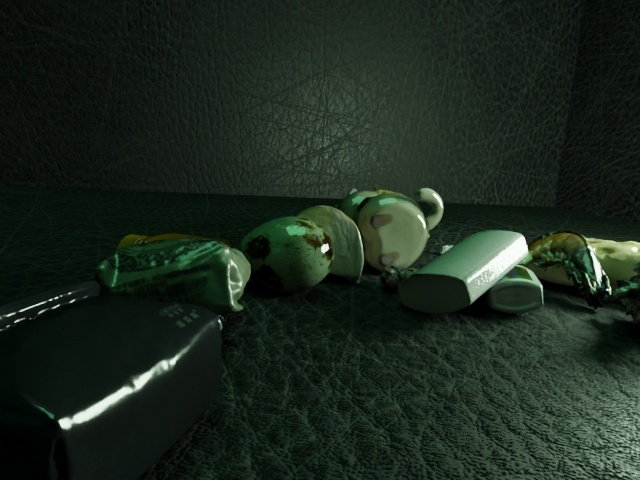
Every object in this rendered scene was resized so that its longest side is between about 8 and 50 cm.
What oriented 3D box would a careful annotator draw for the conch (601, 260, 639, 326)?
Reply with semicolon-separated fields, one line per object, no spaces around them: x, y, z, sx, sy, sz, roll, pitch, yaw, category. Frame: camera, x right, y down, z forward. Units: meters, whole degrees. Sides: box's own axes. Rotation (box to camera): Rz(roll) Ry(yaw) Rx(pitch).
0.725;0.071;1.071;0.312;0.241;0.186;-2;35;-25;conch

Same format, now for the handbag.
-0.273;0.136;0.513;0.274;0.178;0.302;6;11;12;handbag

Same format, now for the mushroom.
-0.006;-0.003;1.332;0.236;0.173;0.162;9;4;-1;mushroom

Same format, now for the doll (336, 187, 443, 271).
0.160;-0.037;1.499;0.226;0.215;0.370;-34;17;-23;doll

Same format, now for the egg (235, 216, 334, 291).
-0.083;0.032;1.174;0.231;0.169;0.169;-3;8;18;egg

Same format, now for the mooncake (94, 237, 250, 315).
-0.251;0.063;0.912;0.254;0.136;0.250;-8;2;-6;mooncake

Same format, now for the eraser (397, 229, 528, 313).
0.313;0.063;1.148;0.174;0.095;0.270;-8;15;47;eraser

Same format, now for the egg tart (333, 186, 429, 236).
0.218;-0.093;1.837;0.351;0.150;0.352;16;-5;2;egg tart

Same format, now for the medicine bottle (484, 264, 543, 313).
0.437;0.103;1.213;0.115;0.078;0.219;-5;9;15;medicine bottle

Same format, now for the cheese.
0.720;0.071;1.371;0.328;0.130;0.351;2;9;11;cheese

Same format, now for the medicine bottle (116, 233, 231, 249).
-0.319;0.049;1.138;0.222;0.112;0.149;7;11;15;medicine bottle

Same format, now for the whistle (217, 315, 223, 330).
-0.209;0.143;0.906;0.083;0.033;0.029;-3;-14;-12;whistle

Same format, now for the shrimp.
0.579;0.082;1.300;0.222;0.054;0.290;-24;33;13;shrimp

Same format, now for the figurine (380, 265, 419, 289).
0.204;0.095;1.267;0.129;0.054;0.072;7;23;-24;figurine

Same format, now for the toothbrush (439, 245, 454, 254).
0.533;0.025;1.802;0.353;0.029;0.024;-3;26;-36;toothbrush
